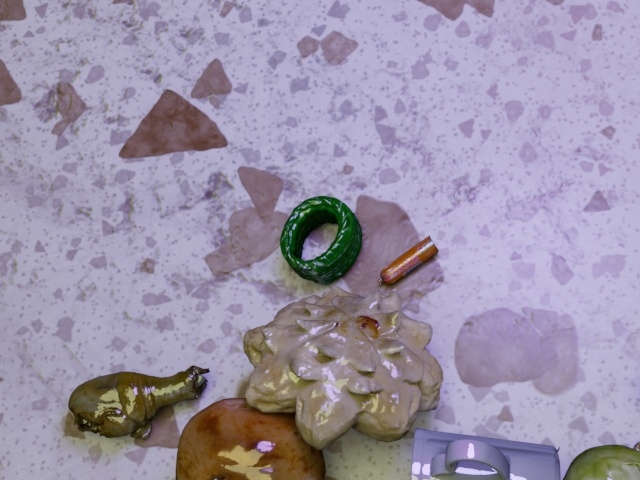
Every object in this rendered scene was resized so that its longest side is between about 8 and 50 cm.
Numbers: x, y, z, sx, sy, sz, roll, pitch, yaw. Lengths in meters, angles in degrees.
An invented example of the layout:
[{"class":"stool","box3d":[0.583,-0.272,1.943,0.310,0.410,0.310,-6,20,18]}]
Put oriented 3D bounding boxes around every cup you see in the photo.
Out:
[{"class":"cup","box3d":[0.219,0.346,1.452,0.202,0.221,0.166,3,85,8]}]

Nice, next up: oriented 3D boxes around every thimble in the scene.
[{"class":"thimble","box3d":[0.000,0.000,1.666,0.118,0.090,0.130,7,73,15]}]

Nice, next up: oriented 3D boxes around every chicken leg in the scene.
[{"class":"chicken leg","box3d":[-0.276,0.248,1.649,0.228,0.088,0.103,-8,62,2]}]

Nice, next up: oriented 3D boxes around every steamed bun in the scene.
[{"class":"steamed bun","box3d":[0.030,0.159,1.517,0.296,0.137,0.292,21,39,13]}]

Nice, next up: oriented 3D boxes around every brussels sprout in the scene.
[{"class":"brussels sprout","box3d":[0.386,0.340,1.461,0.152,0.149,0.122,-24,58,-9]}]

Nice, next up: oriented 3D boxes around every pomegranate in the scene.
[{"class":"pomegranate","box3d":[-0.107,0.323,1.515,0.215,0.215,0.215,-3,72,10]}]

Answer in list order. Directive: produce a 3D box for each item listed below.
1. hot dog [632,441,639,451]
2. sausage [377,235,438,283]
[{"class":"hot dog","box3d":[0.480,0.292,1.515,0.090,0.034,0.030,-16,58,-14]},{"class":"sausage","box3d":[0.133,0.035,1.661,0.107,0.031,0.031,-35,70,-2]}]
